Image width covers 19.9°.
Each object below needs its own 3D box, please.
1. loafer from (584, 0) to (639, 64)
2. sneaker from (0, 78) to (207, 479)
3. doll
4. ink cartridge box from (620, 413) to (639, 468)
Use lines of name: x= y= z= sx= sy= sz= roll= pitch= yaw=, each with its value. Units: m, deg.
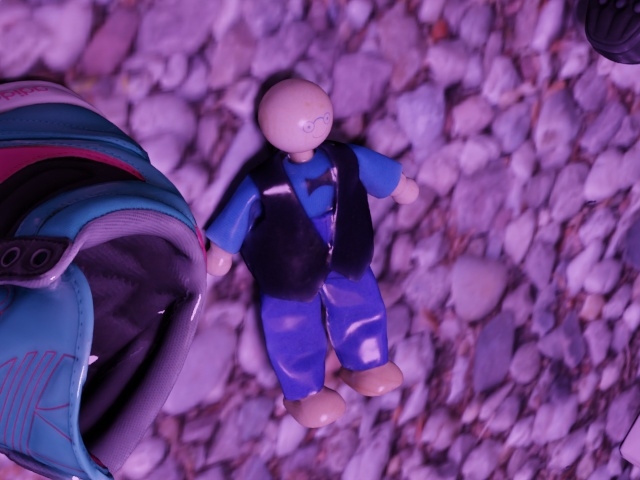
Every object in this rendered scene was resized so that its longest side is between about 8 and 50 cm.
loafer: x=0.233 y=-0.185 z=1.052 sx=0.223 sy=0.076 sz=0.078 roll=-55 pitch=132 yaw=-11
sneaker: x=-0.160 y=0.045 z=0.709 sx=0.295 sy=0.178 sz=0.124 roll=-30 pitch=132 yaw=-30
doll: x=0.000 y=0.000 z=0.948 sx=0.129 sy=0.046 sz=0.189 roll=-25 pitch=123 yaw=-22
ink cartridge box: x=0.366 y=0.143 z=1.313 sx=0.232 sy=0.168 sz=0.171 roll=25 pitch=95 yaw=-49
